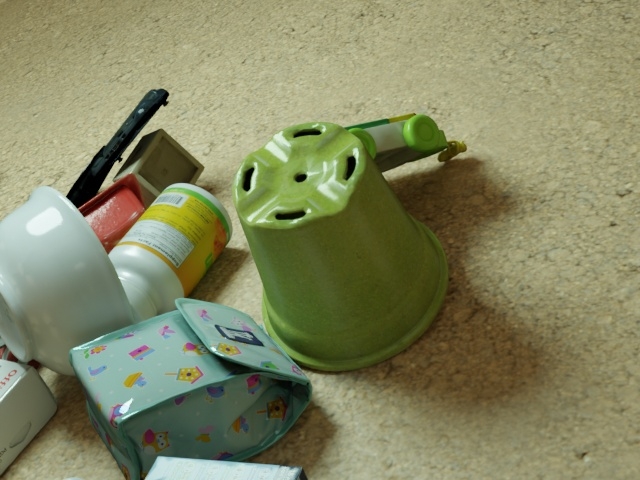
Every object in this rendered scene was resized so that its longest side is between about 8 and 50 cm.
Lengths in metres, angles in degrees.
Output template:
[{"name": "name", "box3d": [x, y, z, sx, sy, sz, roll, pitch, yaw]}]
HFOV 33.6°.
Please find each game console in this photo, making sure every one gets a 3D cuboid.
[{"name": "game console", "box3d": [-0.384, -0.132, 1.892, 0.361, 0.044, 0.213, -43, 19, 37]}]

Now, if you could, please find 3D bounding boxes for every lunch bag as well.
[{"name": "lunch bag", "box3d": [-0.165, 0.186, 1.380, 0.262, 0.160, 0.223, -22, 28, -19]}]

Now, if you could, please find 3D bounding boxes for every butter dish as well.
[{"name": "butter dish", "box3d": [-0.335, -0.002, 1.779, 0.160, 0.160, 0.118, -39, 60, -23]}]

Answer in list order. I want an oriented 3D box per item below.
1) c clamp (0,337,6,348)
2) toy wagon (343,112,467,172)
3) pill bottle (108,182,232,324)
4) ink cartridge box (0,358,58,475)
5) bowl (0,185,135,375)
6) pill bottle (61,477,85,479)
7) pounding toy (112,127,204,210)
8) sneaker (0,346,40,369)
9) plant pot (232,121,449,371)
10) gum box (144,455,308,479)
[{"name": "c clamp", "box3d": [-0.557, 0.137, 1.635, 0.160, 0.022, 0.137, 3, 23, -7]}, {"name": "toy wagon", "box3d": [0.073, -0.129, 1.640, 0.344, 0.068, 0.267, -16, -5, -31]}, {"name": "pill bottle", "box3d": [-0.252, 0.034, 1.659, 0.136, 0.136, 0.246, 2, 41, 33]}, {"name": "ink cartridge box", "box3d": [-0.519, 0.252, 1.552, 0.217, 0.092, 0.159, 7, 43, 34]}, {"name": "bowl", "box3d": [-0.395, 0.082, 1.513, 0.134, 0.298, 0.297, -29, 32, -29]}, {"name": "pill bottle", "box3d": [-0.310, 0.353, 1.306, 0.067, 0.067, 0.120, -19, 33, 5]}, {"name": "pounding toy", "box3d": [-0.283, -0.122, 1.908, 0.100, 0.130, 0.141, -13, 42, 51]}, {"name": "sneaker", "box3d": [-0.475, 0.123, 1.713, 0.128, 0.087, 0.221, 4, 40, 32]}, {"name": "plant pot", "box3d": [0.008, -0.009, 1.408, 0.276, 0.254, 0.276, -12, 49, 14]}, {"name": "gum box", "box3d": [-0.080, 0.306, 1.156, 0.184, 0.157, 0.041, -2, 39, 27]}]
